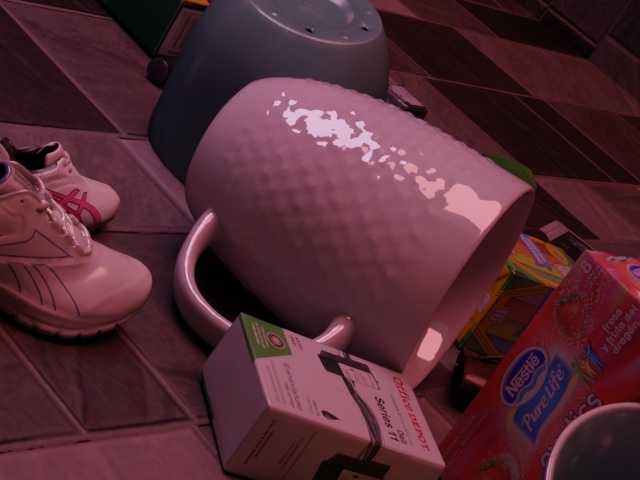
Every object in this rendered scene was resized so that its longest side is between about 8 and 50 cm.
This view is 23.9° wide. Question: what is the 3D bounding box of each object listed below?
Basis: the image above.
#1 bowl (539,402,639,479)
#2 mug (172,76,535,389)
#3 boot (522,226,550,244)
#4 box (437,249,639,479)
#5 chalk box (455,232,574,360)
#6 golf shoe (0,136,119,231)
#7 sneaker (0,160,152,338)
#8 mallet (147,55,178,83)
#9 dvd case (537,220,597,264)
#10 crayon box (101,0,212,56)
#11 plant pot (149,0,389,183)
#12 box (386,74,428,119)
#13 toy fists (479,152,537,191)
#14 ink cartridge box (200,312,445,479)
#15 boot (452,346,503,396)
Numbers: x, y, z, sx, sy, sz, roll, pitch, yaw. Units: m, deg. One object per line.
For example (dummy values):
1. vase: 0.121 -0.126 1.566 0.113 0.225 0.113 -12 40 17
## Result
1. bowl: 0.306 0.325 1.407 0.311 0.163 0.312 17 43 -17
2. mug: 0.000 0.000 1.648 0.328 0.276 0.374 33 51 14
3. boot: 0.177 0.013 2.089 0.305 0.112 0.115 7 4 -42
4. box: 0.273 0.170 1.565 0.154 0.300 0.142 7 33 -48
5. chalk box: 0.269 0.079 1.984 0.213 0.132 0.132 18 27 -34
6. golf shoe: -0.275 -0.058 1.576 0.186 0.086 0.067 8 31 -50
7. sneaker: -0.275 0.001 1.389 0.297 0.129 0.111 19 24 -36
8. mallet: -0.166 -0.188 2.080 0.190 0.039 0.062 47 25 21
9. dvd case: 0.436 0.061 2.400 0.238 0.030 0.179 39 22 15
10. crayon box: -0.200 -0.390 2.362 0.363 0.106 0.313 5 34 -52
11. plant pot: -0.045 -0.204 1.907 0.293 0.235 0.293 16 34 -11
12. box: 0.018 -0.178 2.110 0.056 0.183 0.231 1 38 -52
13. toy fists: 0.184 -0.079 2.133 0.142 0.096 0.279 -1 3 -35
14. ink cartridge box: 0.002 0.174 1.465 0.208 0.087 0.153 23 24 -28
15. boot: 0.254 0.210 1.749 0.206 0.090 0.248 22 12 -5
